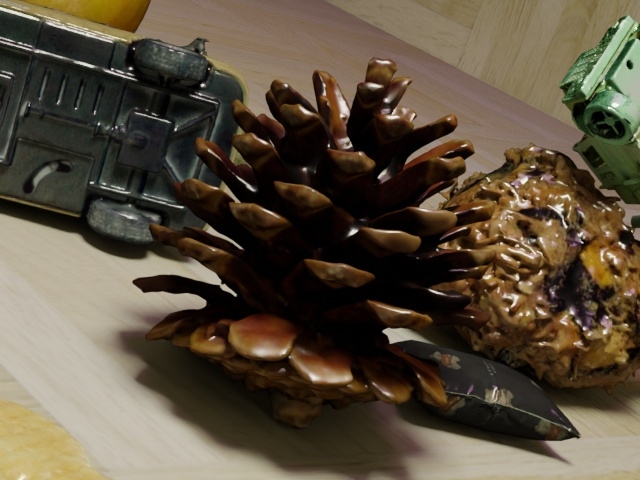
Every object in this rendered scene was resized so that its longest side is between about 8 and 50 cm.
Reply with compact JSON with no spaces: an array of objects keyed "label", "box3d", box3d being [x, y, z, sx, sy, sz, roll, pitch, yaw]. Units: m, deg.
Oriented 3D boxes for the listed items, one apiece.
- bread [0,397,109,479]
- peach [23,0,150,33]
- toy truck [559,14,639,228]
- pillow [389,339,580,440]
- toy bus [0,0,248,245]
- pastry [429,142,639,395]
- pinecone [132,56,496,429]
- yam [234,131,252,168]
[{"label":"bread","box3d":[-0.201,0.110,0.642,0.316,0.054,0.316,24,6,-3]},{"label":"peach","box3d":[-0.319,-0.270,1.433,0.307,0.308,0.332,25,43,13]},{"label":"toy truck","box3d":[0.303,-0.068,1.305,0.135,0.128,0.259,-7,-50,52]},{"label":"pillow","box3d":[0.123,0.119,1.125,0.150,0.048,0.090,19,25,-22]},{"label":"toy bus","box3d":[-0.256,-0.127,1.228,0.365,0.177,0.202,15,10,-17]},{"label":"pastry","box3d":[0.212,0.018,1.319,0.274,0.193,0.275,21,13,-5]},{"label":"pinecone","box3d":[0.010,0.001,1.007,0.264,0.264,0.264,20,15,-6]},{"label":"yam","box3d":[-0.066,-0.076,1.546,0.132,0.054,0.054,33,19,35]}]
